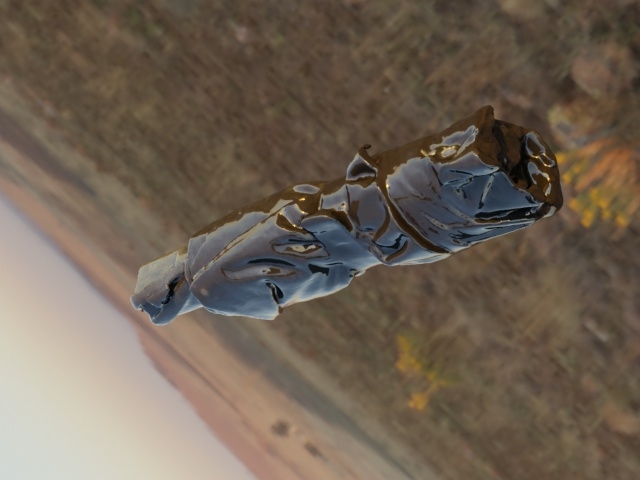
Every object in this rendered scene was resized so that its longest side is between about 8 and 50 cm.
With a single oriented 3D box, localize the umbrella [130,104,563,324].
[{"bbox_3d":[0.000,0.000,0.622,0.236,0.059,0.066,-22,134,36],"label":"umbrella"}]
